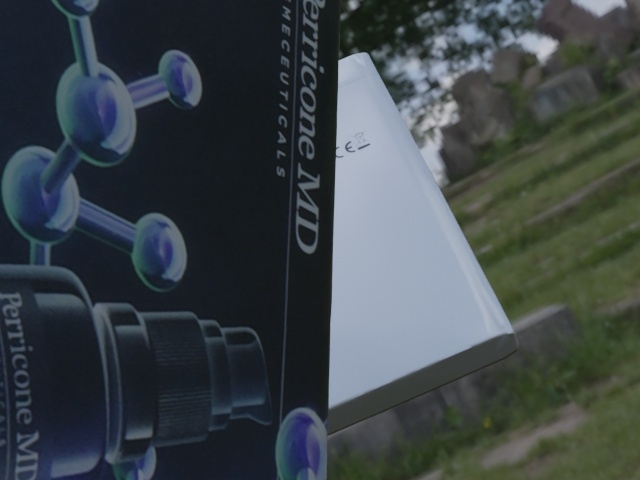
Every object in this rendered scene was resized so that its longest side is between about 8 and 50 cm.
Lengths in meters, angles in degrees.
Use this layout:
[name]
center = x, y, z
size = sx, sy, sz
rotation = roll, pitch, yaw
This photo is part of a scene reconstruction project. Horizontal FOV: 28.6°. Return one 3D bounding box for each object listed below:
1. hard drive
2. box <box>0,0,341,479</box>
[hard drive]
center = 0.000, 0.000, 1.134
size = 0.233, 0.353, 0.047
rotation = -24, -37, 0
[box]
center = -0.189, -0.025, 0.446
size = 0.212, 0.293, 0.395
rotation = -11, -22, 34
